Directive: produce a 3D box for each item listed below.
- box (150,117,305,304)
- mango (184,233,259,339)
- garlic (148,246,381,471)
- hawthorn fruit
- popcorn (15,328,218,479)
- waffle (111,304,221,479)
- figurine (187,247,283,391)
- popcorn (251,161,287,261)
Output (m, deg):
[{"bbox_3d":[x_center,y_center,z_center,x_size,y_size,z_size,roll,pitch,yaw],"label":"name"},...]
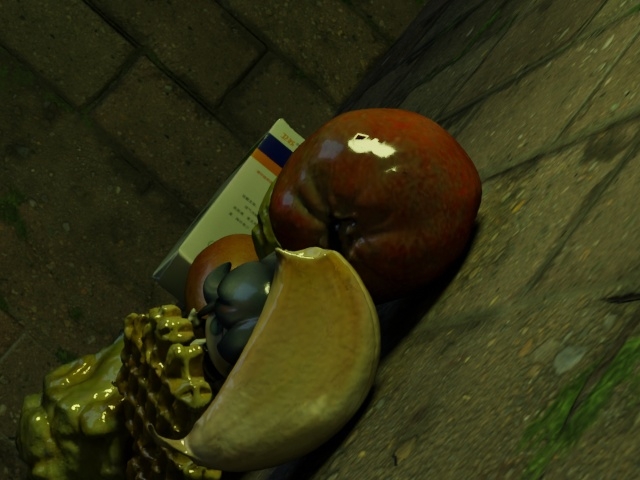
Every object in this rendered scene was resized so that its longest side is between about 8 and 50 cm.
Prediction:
[{"bbox_3d":[-0.073,-0.002,1.985,0.299,0.200,0.106,-55,9,-36],"label":"box"},{"bbox_3d":[-0.098,0.086,1.770,0.221,0.151,0.120,-97,17,-46],"label":"mango"},{"bbox_3d":[-0.037,0.125,1.324,0.245,0.164,0.145,-56,26,-11],"label":"garlic"},{"bbox_3d":[0.070,-0.043,1.466,0.210,0.210,0.262,-45,-7,26],"label":"hawthorn fruit"},{"bbox_3d":[-0.251,0.234,1.789,0.286,0.215,0.252,-33,4,-10],"label":"popcorn"},{"bbox_3d":[-0.182,0.201,1.579,0.056,0.253,0.249,-4,-33,-29],"label":"waffle"},{"bbox_3d":[-0.070,0.109,1.572,0.197,0.175,0.265,-46,14,-17],"label":"figurine"},{"bbox_3d":[0.023,-0.030,1.694,0.221,0.183,0.204,-50,-23,10],"label":"popcorn"}]
